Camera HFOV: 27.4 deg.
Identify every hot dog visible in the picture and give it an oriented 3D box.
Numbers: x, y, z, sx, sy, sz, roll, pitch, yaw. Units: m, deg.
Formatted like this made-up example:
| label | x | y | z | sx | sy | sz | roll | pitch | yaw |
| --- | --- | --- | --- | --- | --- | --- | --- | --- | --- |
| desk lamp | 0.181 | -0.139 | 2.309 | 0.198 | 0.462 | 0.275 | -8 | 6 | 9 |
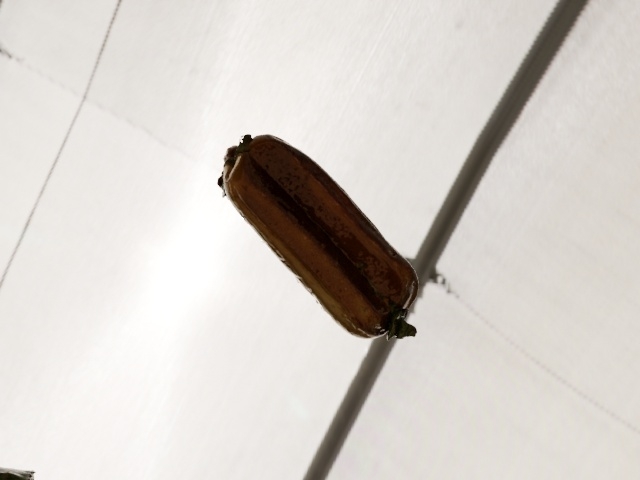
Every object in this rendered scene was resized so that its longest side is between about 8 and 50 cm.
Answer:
| label | x | y | z | sx | sy | sz | roll | pitch | yaw |
| --- | --- | --- | --- | --- | --- | --- | --- | --- | --- |
| hot dog | 0.000 | 0.000 | 0.949 | 0.188 | 0.055 | 0.072 | 48 | -113 | -5 |

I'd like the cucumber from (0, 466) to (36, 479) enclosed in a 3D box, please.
| label | x | y | z | sx | sy | sz | roll | pitch | yaw |
| --- | --- | --- | --- | --- | --- | --- | --- | --- | --- |
| cucumber | -0.391 | 0.260 | 1.226 | 0.244 | 0.134 | 0.134 | 12 | -66 | -8 |
